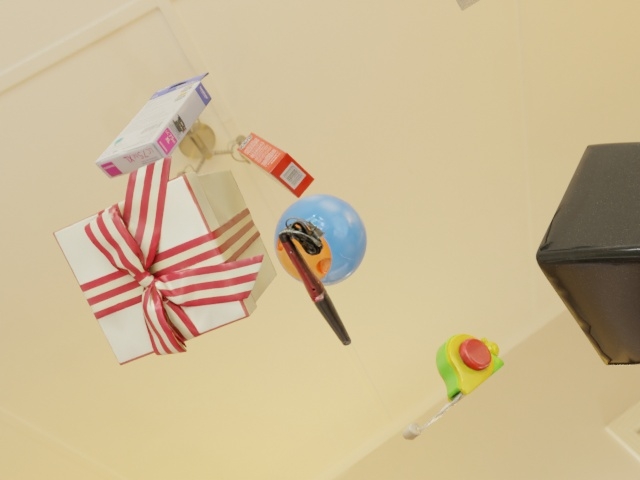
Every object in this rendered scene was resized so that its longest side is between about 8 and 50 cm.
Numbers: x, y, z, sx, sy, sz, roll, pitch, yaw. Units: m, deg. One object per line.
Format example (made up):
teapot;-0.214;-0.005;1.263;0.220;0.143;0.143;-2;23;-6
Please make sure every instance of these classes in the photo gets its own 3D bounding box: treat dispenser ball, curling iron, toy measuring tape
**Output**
treat dispenser ball;0.000;0.000;1.545;0.288;0.288;0.288;-17;-51;-22
curling iron;0.002;0.079;0.805;0.035;0.068;0.274;-58;-42;-43
toy measuring tape;0.260;0.279;1.035;0.330;0.121;0.121;-22;-48;-36

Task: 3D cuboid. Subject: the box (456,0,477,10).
box;0.359;-0.620;1.170;0.102;0.087;0.101;-30;-88;8

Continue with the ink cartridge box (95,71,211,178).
ink cartridge box;-0.382;-0.281;1.197;0.186;0.311;0.065;-10;-46;28

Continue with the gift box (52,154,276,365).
gift box;-0.219;0.015;0.797;0.276;0.258;0.255;-27;-83;12

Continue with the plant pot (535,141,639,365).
plant pot;0.366;0.010;0.509;0.187;0.167;0.188;48;-117;-22

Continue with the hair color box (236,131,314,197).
hair color box;-0.075;-0.124;0.810;0.043;0.141;0.072;-50;-53;0
